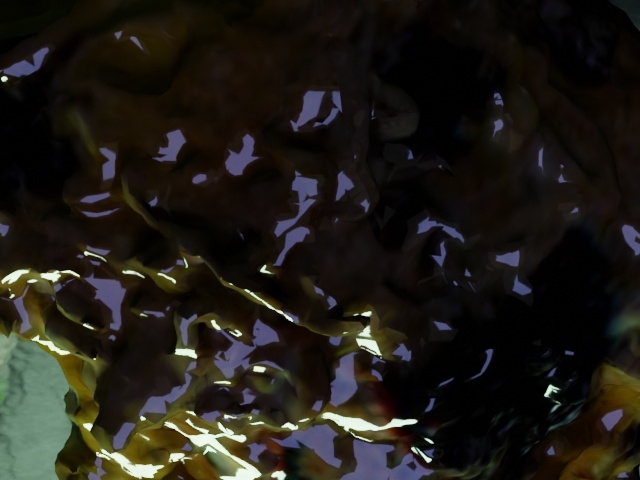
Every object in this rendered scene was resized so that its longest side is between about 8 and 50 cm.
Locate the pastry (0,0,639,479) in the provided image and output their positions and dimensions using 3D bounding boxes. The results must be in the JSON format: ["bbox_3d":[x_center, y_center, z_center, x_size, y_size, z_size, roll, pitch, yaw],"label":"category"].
[{"bbox_3d":[0.016,0.003,0.662,0.337,0.292,0.405,-19,129,-2],"label":"pastry"}]
